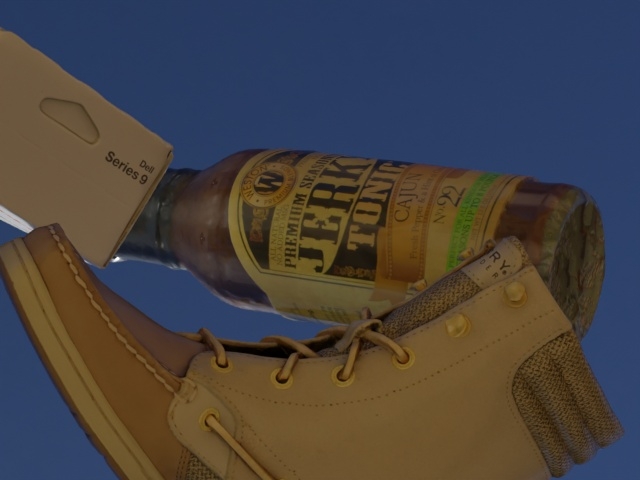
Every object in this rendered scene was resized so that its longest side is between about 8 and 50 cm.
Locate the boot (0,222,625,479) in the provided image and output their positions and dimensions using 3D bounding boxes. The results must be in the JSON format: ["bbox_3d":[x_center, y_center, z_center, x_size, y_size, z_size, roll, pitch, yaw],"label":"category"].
[{"bbox_3d":[0.000,0.052,0.869,0.203,0.095,0.262,-37,-70,2],"label":"boot"}]

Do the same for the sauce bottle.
[{"bbox_3d":[0.000,0.000,1.213,0.111,0.344,0.111,-23,-64,-61],"label":"sauce bottle"}]

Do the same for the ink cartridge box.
[{"bbox_3d":[-0.213,-0.077,1.178,0.154,0.212,0.093,35,-99,-40],"label":"ink cartridge box"}]
